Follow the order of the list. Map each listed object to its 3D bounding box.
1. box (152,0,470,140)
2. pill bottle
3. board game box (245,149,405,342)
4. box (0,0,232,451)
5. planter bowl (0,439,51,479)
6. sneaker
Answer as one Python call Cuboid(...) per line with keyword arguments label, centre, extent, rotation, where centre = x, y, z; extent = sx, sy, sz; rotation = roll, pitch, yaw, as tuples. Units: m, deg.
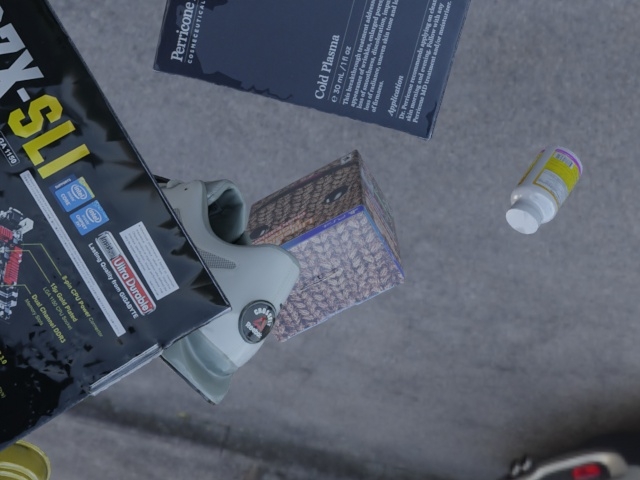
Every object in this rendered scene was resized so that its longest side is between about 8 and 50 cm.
Cuboid(label="box", centre=(0.006, -0.321, 0.923), extent=(0.313, 0.343, 0.179), rotation=(13, -168, -9))
Cuboid(label="pill bottle", centre=(0.199, -0.045, 0.738), extent=(0.043, 0.083, 0.043), rotation=(30, 151, 19))
Cuboid(label="board game box", centre=(0.000, 0.000, 1.398), extent=(0.232, 0.291, 0.141), rotation=(-27, 112, 12))
Cuboid(label="box", centre=(-0.241, -0.031, 0.445), extent=(0.322, 0.257, 0.079), rotation=(59, 165, -9))
Cuboid(label="planter bowl", centre=(-0.480, 0.375, 1.138), extent=(0.217, 0.090, 0.217), rotation=(-16, 137, -15))
Cuboid(label="sneaker", centre=(-0.137, 0.000, 0.715), extent=(0.331, 0.146, 0.122), rotation=(32, 166, 40))
